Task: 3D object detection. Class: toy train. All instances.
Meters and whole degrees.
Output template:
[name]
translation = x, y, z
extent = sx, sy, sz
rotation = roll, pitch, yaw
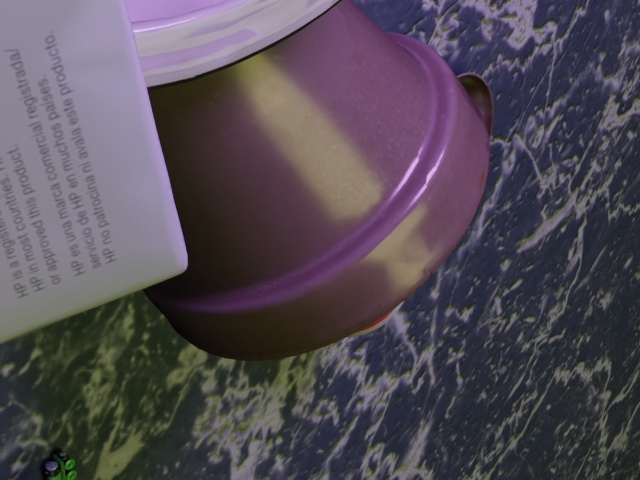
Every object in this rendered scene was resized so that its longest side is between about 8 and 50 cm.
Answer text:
[toy train]
translation = -0.198, 0.196, 1.087
extent = 0.023, 0.017, 0.083
rotation = -28, 134, -32

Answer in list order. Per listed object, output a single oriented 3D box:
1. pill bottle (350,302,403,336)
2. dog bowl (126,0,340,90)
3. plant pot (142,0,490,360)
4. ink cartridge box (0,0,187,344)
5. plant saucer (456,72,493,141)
[pill bottle]
translation = 0.000, 0.000, 1.171
extent = 0.108, 0.108, 0.180
rotation = -59, 149, -12
[dog bowl]
translation = -0.100, -0.278, 0.672
extent = 0.407, 0.150, 0.408
rotation = -22, 137, -23
[plant pot]
translation = -0.050, -0.090, 0.925
extent = 0.263, 0.263, 0.229
rotation = -53, 132, -21
[ink cartridge box]
translation = -0.276, -0.064, 0.488
extent = 0.394, 0.166, 0.286
rotation = -22, 133, -15
[plant saucer]
translation = 0.111, -0.085, 1.365
extent = 0.168, 0.029, 0.169
rotation = -35, 137, -41
